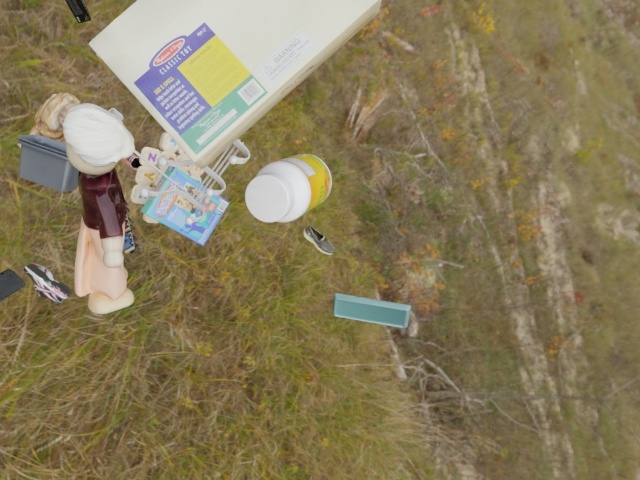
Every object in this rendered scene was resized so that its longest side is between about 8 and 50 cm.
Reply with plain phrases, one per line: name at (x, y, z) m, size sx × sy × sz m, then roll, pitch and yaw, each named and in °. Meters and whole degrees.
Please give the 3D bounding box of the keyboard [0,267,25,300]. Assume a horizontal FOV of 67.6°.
keyboard at (-1.000, 0.152, 1.429) m, size 0.100 × 0.038 × 0.192 m, roll 53°, pitch 38°, yaw -8°

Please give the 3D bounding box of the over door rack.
over door rack at (-0.327, -0.210, 0.988) m, size 0.324 × 0.239 × 0.108 m, roll 48°, pitch 39°, yaw -2°

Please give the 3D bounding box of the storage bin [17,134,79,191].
storage bin at (-0.590, -0.169, 1.056) m, size 0.135 × 0.098 × 0.091 m, roll 20°, pitch 104°, yaw -1°

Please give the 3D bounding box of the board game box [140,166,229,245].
board game box at (-0.394, -0.100, 1.412) m, size 0.210 × 0.047 × 0.160 m, roll 36°, pitch 82°, yaw -41°

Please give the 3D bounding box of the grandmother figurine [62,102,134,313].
grandmother figurine at (-0.336, -0.040, 0.732) m, size 0.103 × 0.343 × 0.208 m, roll -16°, pitch 46°, yaw -34°

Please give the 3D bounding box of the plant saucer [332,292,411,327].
plant saucer at (0.124, 0.177, 1.184) m, size 0.018 × 0.191 × 0.067 m, roll -67°, pitch 163°, yaw -61°

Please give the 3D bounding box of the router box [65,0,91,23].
router box at (-0.738, -0.753, 1.396) m, size 0.046 × 0.179 × 0.133 m, roll -20°, pitch 72°, yaw -10°

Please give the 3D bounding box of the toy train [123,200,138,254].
toy train at (-0.442, -0.035, 1.080) m, size 0.158 × 0.027 × 0.036 m, roll 64°, pitch 6°, yaw 28°

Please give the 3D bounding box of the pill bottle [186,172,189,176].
pill bottle at (-0.513, -0.156, 1.818) m, size 0.152 × 0.272 × 0.153 m, roll 0°, pitch 69°, yaw 1°

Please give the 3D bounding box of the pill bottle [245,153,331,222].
pill bottle at (-0.072, -0.119, 1.099) m, size 0.137 × 0.136 × 0.245 m, roll 64°, pitch 24°, yaw -7°

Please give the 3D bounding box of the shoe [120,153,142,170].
shoe at (-0.751, -0.329, 1.831) m, size 0.064 × 0.081 × 0.178 m, roll -59°, pitch 151°, yaw -8°

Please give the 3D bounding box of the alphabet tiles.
alphabet tiles at (-0.477, -0.192, 1.511) m, size 0.278 × 0.021 × 0.285 m, roll 0°, pitch 108°, yaw -64°

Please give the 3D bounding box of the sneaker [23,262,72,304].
sneaker at (-0.950, 0.155, 1.635) m, size 0.178 × 0.077 × 0.072 m, roll 41°, pitch 8°, yaw 2°

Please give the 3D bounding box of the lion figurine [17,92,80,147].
lion figurine at (-0.908, -0.377, 1.704) m, size 0.142 × 0.392 × 0.240 m, roll 37°, pitch 83°, yaw -8°

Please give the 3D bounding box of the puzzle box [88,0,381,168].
puzzle box at (-0.139, -0.352, 0.791) m, size 0.409 × 0.052 × 0.272 m, roll -42°, pitch 86°, yaw -2°

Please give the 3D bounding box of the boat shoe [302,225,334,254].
boat shoe at (0.000, 0.000, 1.850) m, size 0.152 × 0.049 × 0.056 m, roll 35°, pitch 44°, yaw -20°
